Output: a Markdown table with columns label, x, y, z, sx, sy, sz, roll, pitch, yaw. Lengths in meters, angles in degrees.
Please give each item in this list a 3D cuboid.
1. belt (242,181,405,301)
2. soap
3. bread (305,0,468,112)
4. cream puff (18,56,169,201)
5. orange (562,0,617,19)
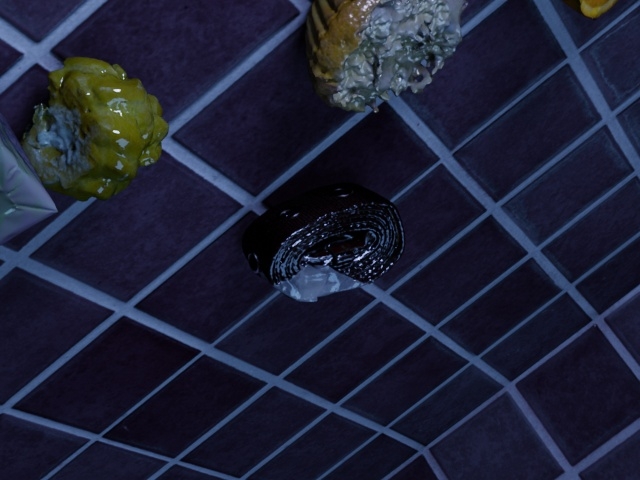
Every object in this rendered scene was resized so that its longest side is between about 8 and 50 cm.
| label | x | y | z | sx | sy | sz | roll | pitch | yaw |
| --- | --- | --- | --- | --- | --- | --- | --- | --- | --- |
| belt | 0.000 | 0.000 | 2.282 | 0.289 | 0.164 | 0.184 | -17 | 119 | -24 |
| soap | -0.470 | -0.108 | 1.635 | 0.138 | 0.199 | 0.182 | -35 | 151 | -2 |
| bread | 0.086 | -0.319 | 1.912 | 0.274 | 0.149 | 0.274 | -28 | 147 | -20 |
| cream puff | -0.304 | -0.149 | 1.767 | 0.195 | 0.194 | 0.221 | 0 | 141 | -44 |
| orange | 0.427 | -0.500 | 1.879 | 0.274 | 0.274 | 0.310 | -27 | 106 | -11 |
